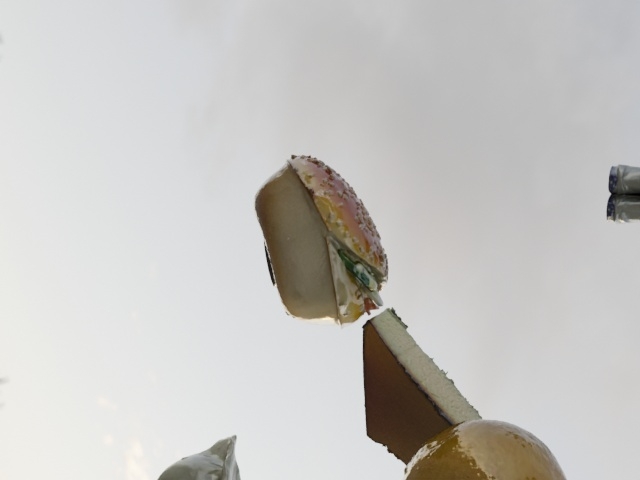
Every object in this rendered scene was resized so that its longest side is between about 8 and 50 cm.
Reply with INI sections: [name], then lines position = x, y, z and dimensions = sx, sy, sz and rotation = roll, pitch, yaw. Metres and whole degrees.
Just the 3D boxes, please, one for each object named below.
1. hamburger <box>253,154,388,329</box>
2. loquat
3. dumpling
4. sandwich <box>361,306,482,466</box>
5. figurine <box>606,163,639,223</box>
[hamburger]
position = 0.000, 0.000, 1.388
dimensions = 0.237, 0.147, 0.236
rotation = 162, -90, -89
[loquat]
position = 0.182, 0.309, 1.205
dimensions = 0.193, 0.238, 0.238
rotation = -35, -109, 31
[dumpling]
position = -0.144, 0.321, 1.307
dimensions = 0.108, 0.188, 0.127
rotation = 38, -4, -24
[sandwich]
position = 0.103, 0.207, 1.441
dimensions = 0.193, 0.058, 0.162
rotation = 51, -41, 15
[figurine]
position = 0.546, -0.047, 1.540
dimensions = 0.274, 0.133, 0.193
rotation = -19, -94, 22
